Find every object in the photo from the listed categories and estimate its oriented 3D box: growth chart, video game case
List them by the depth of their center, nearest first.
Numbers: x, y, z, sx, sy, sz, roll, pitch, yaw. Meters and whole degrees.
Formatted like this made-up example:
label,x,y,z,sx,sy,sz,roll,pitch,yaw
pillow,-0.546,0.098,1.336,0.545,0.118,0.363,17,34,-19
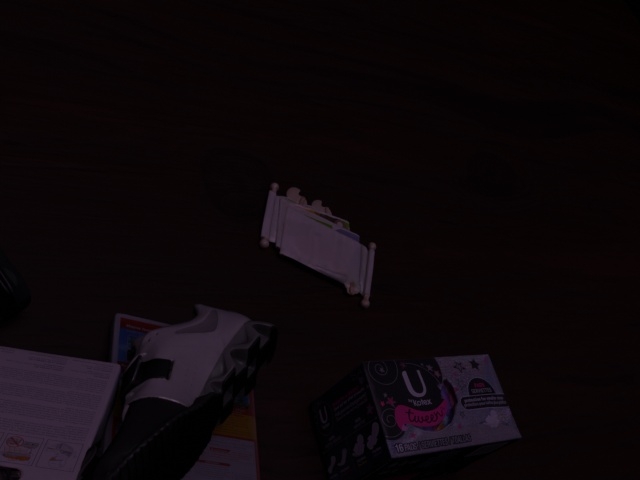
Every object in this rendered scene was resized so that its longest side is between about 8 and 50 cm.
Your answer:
label,x,y,z,sx,sy,sz,roll,pitch,yaw
video game case,-0.179,0.228,1.003,0.204,0.025,0.285,17,38,-23
growth chart,0.000,0.000,1.350,0.237,0.021,0.172,29,44,-12

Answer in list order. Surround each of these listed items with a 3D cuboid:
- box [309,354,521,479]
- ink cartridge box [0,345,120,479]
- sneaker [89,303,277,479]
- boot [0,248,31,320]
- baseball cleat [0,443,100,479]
label,x,y,z,sx,sy,sz,roll,pitch,yaw
box,0.136,0.261,1.129,0.247,0.163,0.142,2,57,-34
ink cartridge box,-0.332,0.205,0.842,0.180,0.056,0.225,10,29,-6
sneaker,-0.192,0.188,0.937,0.146,0.122,0.330,22,33,15
boot,-0.499,0.037,0.918,0.246,0.094,0.207,50,40,1
baseball cleat,-0.345,0.246,0.849,0.205,0.072,0.109,-14,21,-41
